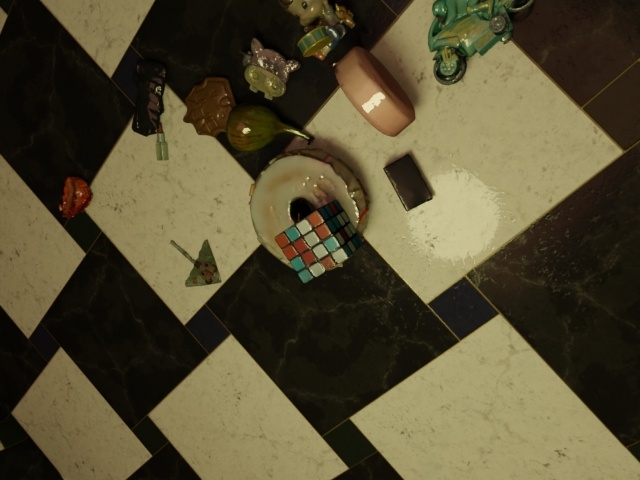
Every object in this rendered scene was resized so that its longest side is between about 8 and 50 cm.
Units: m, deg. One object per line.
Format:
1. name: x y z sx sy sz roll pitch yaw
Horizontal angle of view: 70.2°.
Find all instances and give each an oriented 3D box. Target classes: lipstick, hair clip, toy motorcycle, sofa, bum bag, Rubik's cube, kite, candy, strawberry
1. lipstick: -0.553 -0.343 1.580 0.030 0.030 0.129 6 106 21
2. hair clip: -0.168 -0.512 1.368 0.187 0.056 0.146 33 120 8
3. toy motorcycle: 0.372 -0.544 1.122 0.296 0.109 0.198 -40 77 28
4. sofa: 0.249 -0.163 1.297 0.085 0.060 0.147 -30 92 9
5. bum bag: -0.579 -0.478 1.539 0.123 0.060 0.248 16 108 18
6. Rubik's cube: 0.000 0.000 1.226 0.155 0.154 0.151 -33 92 25
7. kite: -0.461 0.083 1.670 0.250 0.012 0.229 37 113 10
8. candy: 0.137 -0.385 1.169 0.094 0.255 0.255 -38 88 26
9. strawberry: -0.950 -0.167 1.771 0.188 0.082 0.121 -48 64 34

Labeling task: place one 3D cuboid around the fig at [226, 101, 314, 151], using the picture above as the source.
1. fig: -0.156 -0.331 1.365 0.259 0.151 0.151 11 108 15

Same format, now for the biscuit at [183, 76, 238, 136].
1. biscuit: -0.365 -0.425 1.480 0.215 0.034 0.182 -17 97 25

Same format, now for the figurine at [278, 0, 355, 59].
1. figurine: -0.035 -0.636 1.221 0.275 0.158 0.161 60 156 -3

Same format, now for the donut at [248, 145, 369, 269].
1. donut: -0.029 -0.093 1.373 0.383 0.142 0.382 6 107 20
